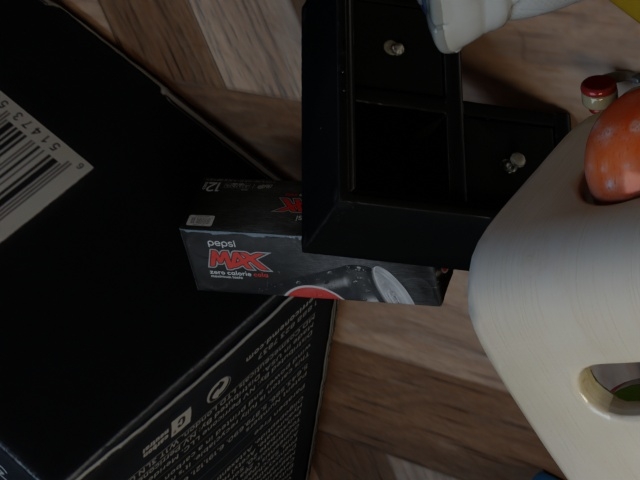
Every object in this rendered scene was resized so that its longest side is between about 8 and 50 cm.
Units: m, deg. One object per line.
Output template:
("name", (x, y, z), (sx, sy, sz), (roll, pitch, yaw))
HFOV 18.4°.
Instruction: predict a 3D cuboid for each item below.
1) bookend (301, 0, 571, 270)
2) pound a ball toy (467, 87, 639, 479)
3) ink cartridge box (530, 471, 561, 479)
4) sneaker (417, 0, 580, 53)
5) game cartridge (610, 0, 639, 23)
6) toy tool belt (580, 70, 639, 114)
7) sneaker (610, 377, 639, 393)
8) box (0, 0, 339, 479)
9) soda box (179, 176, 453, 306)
("bookend", (0.072, -0.068, 1.109), (0.157, 0.156, 0.072), (7, 155, -15))
("pound a ball toy", (0.193, -0.024, 0.669), (0.319, 0.208, 0.136), (-7, 122, 49))
("ink cartridge box", (0.129, 0.271, 1.290), (0.134, 0.231, 0.078), (25, 143, 38))
("sneaker", (0.092, -0.204, 0.873), (0.297, 0.129, 0.111), (79, 178, -61))
("game cartridge", (0.250, -0.074, 0.741), (0.323, 0.053, 0.285), (35, 166, -21))
("toy tool belt", (0.171, -0.052, 1.033), (0.083, 0.052, 0.051), (24, 134, 40))
("sneaker", (0.260, 0.196, 1.090), (0.314, 0.116, 0.136), (60, 143, 18))
("box", (-0.259, 0.073, 1.544), (0.480, 0.297, 0.472), (38, 151, 20))
("soda box", (0.000, 0.000, 1.263), (0.168, 0.053, 0.060), (3, 133, 20))
